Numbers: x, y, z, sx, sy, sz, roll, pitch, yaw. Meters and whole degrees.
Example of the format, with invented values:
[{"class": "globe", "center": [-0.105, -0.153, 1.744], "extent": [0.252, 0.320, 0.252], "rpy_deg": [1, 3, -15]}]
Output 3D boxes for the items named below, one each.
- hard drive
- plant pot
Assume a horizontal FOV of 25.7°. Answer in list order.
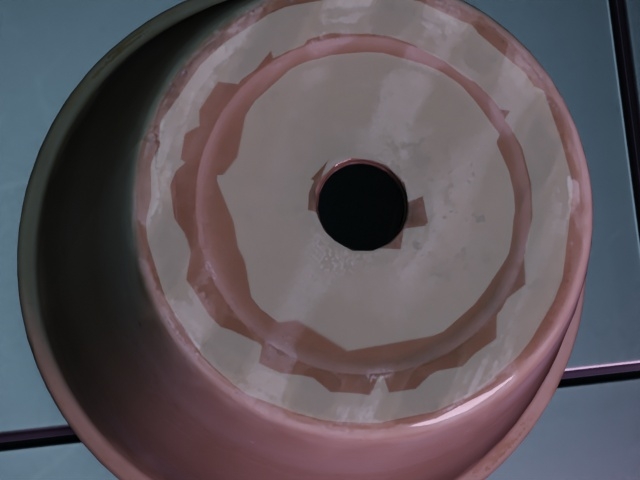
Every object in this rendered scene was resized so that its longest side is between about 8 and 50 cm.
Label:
[{"class": "hard drive", "center": [-0.007, 0.011, 0.842], "extent": [0.094, 0.022, 0.135], "rpy_deg": [17, 83, -5]}, {"class": "plant pot", "center": [0.000, 0.000, 0.692], "extent": [0.323, 0.280, 0.323], "rpy_deg": [1, 84, -5]}]
